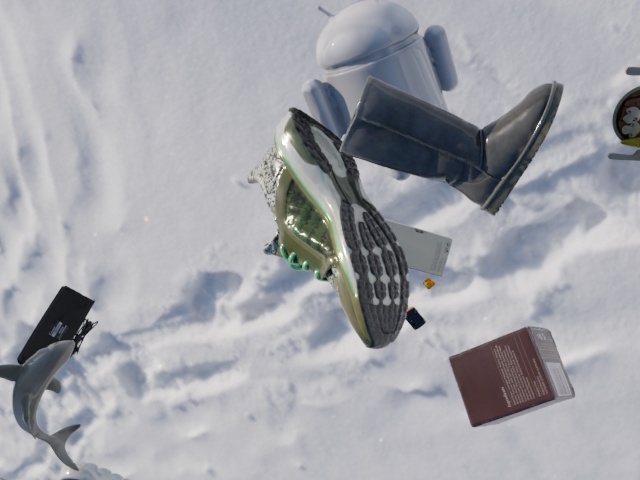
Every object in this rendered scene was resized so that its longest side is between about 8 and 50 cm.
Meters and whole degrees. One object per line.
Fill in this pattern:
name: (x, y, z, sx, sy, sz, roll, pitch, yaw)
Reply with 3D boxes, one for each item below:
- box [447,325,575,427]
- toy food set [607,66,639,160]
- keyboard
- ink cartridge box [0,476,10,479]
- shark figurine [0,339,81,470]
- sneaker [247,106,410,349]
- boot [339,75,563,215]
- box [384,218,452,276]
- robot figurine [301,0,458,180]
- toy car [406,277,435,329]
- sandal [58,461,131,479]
box: (0.429, 0.306, 1.799, 0.203, 0.168, 0.167, -26, 69, 25)
toy food set: (0.627, -0.237, 1.535, 0.132, 0.038, 0.192, 0, 115, -3)
keyboard: (-0.517, 0.189, 1.595, 0.100, 0.192, 0.038, 33, 142, -13)
ink cartridge box: (-0.672, 0.423, 1.263, 0.385, 0.091, 0.308, -27, 131, 34)
shark figurine: (-0.537, 0.327, 1.510, 0.116, 0.166, 0.278, -126, 35, -53)
sneaker: (0.000, 0.000, 1.249, 0.182, 0.158, 0.410, -39, 59, 30)
boot: (0.147, -0.139, 0.923, 0.208, 0.076, 0.189, 30, 115, 4)
box: (0.151, 0.003, 1.769, 0.275, 0.094, 0.113, 15, -177, -36)
robot figurine: (0.116, -0.292, 1.495, 0.353, 0.300, 0.200, 67, 167, -18)
toy car: (0.230, 0.140, 1.806, 0.060, 0.040, 0.122, 30, 105, -24)
sandal: (-0.372, 0.595, 1.690, 0.416, 0.102, 0.169, 32, 141, -18)
